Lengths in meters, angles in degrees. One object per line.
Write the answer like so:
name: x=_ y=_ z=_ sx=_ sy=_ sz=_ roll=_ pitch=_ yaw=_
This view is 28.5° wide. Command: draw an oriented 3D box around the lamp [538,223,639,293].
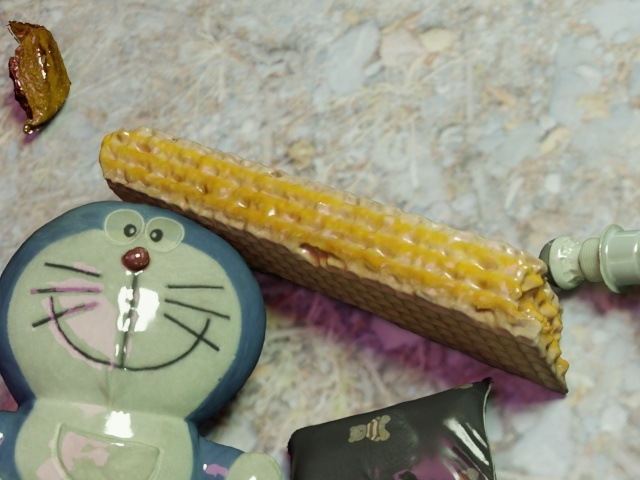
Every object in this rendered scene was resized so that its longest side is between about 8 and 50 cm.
lamp: x=0.205 y=0.009 z=0.762 sx=0.163 sy=0.091 sz=0.091 roll=-5 pitch=59 yaw=43

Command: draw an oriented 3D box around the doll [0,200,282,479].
doll: x=-0.131 y=0.098 z=0.822 sx=0.228 sy=0.154 sz=0.258 roll=10 pitch=76 yaw=-4

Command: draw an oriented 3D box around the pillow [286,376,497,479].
pillow: x=0.041 y=0.140 z=0.781 sx=0.150 sy=0.048 sz=0.090 roll=-18 pitch=59 yaw=19

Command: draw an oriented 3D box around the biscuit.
biscuit: x=0.000 y=0.000 z=0.854 sx=0.378 sy=0.094 sz=0.054 roll=20 pitch=73 yaw=34

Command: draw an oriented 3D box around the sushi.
sushi: x=-0.243 y=-0.139 z=1.080 sx=0.047 sy=0.050 sz=0.099 roll=-15 pitch=70 yaw=13
